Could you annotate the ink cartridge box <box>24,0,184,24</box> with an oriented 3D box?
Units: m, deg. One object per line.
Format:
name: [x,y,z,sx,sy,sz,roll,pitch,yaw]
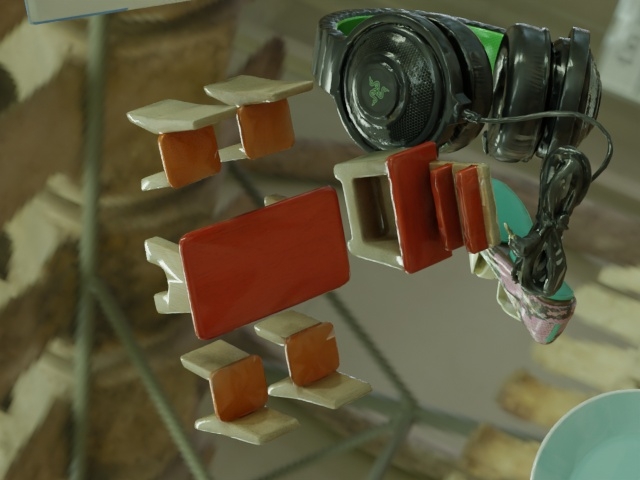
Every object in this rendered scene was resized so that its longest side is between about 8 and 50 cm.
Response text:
ink cartridge box: [-0.174,-0.280,1.257,0.086,0.148,0.203,90,167,-56]

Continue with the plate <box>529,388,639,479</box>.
plate: [0.242,0.198,1.163,0.188,0.188,0.024,-60,-9,-29]

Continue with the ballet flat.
ballet flat: [0.198,0.026,1.664,0.221,0.077,0.079,-116,39,-47]

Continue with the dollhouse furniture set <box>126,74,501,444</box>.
dollhouse furniture set: [0.000,0.000,1.243,0.259,0.135,0.262,-22,-71,-36]

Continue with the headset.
headset: [0.133,-0.104,1.399,0.394,0.243,0.185,-131,46,-61]
